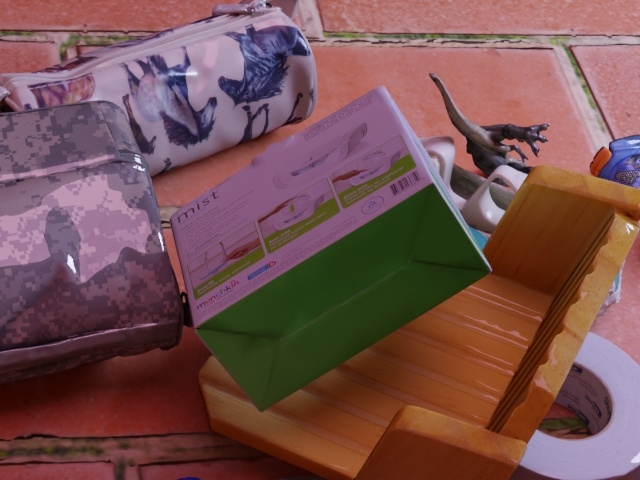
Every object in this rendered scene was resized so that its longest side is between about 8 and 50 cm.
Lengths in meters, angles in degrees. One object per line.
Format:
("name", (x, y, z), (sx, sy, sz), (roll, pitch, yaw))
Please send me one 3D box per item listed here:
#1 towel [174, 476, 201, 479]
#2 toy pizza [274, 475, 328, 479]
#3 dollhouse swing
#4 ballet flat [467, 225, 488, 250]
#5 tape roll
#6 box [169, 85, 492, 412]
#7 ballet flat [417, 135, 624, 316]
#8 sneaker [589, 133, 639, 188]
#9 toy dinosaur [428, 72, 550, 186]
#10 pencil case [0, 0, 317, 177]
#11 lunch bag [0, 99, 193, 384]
("towel", (-0.101, 0.371, 1.561), (0.228, 0.076, 0.308), (-30, 60, -33))
("toy pizza", (-0.003, 0.304, 1.684), (0.201, 0.032, 0.201), (7, 44, -6))
("dollhouse swing", (0.085, 0.069, 1.697), (0.305, 0.315, 0.347), (31, 56, 5))
("ballet flat", (0.074, 0.010, 1.958), (0.247, 0.087, 0.083), (13, 44, 10))
("tape roll", (0.244, 0.187, 1.832), (0.219, 0.072, 0.219), (6, 43, -6))
("box", (0.000, 0.000, 1.694), (0.262, 0.126, 0.231), (-32, 29, 5))
("ballet flat", (0.171, -0.048, 2.014), (0.409, 0.147, 0.147), (25, 45, 13))
("sneaker", (0.442, -0.090, 2.169), (0.221, 0.083, 0.087), (-16, 64, -20))
("toy dinosaur", (0.212, -0.109, 2.028), (0.118, 0.268, 0.064), (21, 78, 29))
("pencil case", (-0.204, -0.166, 2.011), (0.410, 0.183, 0.160), (-21, 35, -30))
("lunch bag", (-0.305, 0.026, 1.770), (0.305, 0.212, 0.256), (-10, 48, -21))
